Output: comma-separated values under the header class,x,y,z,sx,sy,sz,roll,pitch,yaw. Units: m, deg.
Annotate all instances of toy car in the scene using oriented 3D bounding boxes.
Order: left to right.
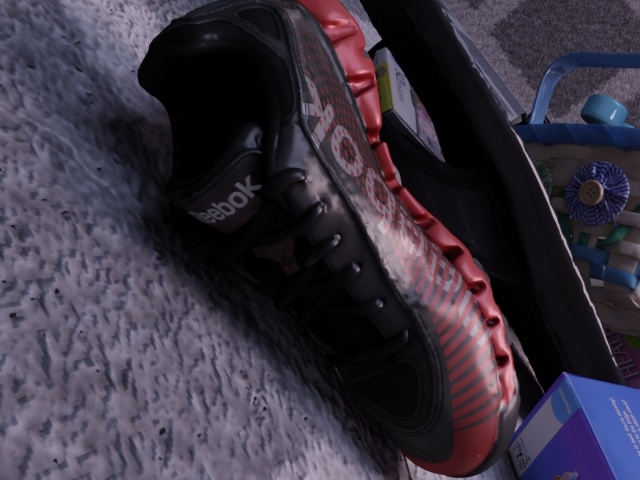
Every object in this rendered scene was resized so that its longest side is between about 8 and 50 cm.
class,x,y,z,sx,sy,sz,roll,pitch,yaw
toy car,0.418,-0.156,1.469,0.238,0.219,0.210,31,3,41

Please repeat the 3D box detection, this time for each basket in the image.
class,x,y,z,sx,sy,sz,roll,pitch,yaw
basket,0.294,-0.062,0.775,0.254,0.289,0.201,7,-25,48

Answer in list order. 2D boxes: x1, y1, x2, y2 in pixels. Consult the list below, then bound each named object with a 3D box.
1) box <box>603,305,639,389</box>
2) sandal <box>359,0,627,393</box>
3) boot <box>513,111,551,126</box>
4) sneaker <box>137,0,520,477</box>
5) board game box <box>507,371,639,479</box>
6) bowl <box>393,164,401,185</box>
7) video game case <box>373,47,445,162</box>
class,x,y,z,sx,sy,sz,roll,pitch,yaw
box,0.368,0.182,0.834,0.243,0.117,0.214,40,23,-28
sandal,0.108,-0.027,0.638,0.446,0.107,0.167,64,-1,-2
boot,0.234,-0.112,0.963,0.045,0.099,0.121,59,21,12
sneaker,0.000,0.000,0.390,0.135,0.097,0.276,-22,85,-52
board game box,0.267,0.244,0.438,0.233,0.078,0.347,14,35,-18
bowl,0.007,-0.043,0.535,0.142,0.053,0.142,46,22,-19
video game case,0.155,-0.091,0.952,0.275,0.035,0.248,44,21,-19
